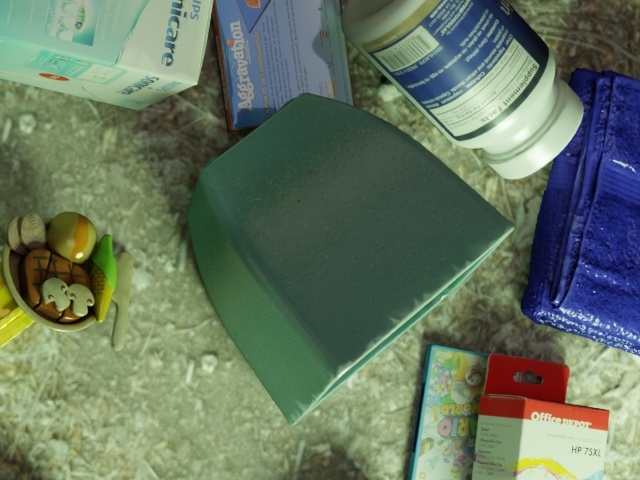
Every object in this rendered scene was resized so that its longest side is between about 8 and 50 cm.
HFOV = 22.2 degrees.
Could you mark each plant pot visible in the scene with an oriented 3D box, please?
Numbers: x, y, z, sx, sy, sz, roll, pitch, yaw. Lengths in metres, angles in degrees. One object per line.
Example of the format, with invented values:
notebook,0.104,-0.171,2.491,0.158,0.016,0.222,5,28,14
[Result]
plant pot,0.000,0.000,1.674,0.248,0.247,0.252,-39,84,-19

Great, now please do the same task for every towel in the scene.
towel,0.366,-0.029,1.904,0.228,0.076,0.308,17,80,-19

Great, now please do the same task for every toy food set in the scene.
toy food set,-0.259,0.026,1.621,0.192,0.038,0.132,24,52,-34

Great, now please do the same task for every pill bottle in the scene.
pill bottle,0.160,-0.196,1.784,0.265,0.153,0.153,43,73,-25

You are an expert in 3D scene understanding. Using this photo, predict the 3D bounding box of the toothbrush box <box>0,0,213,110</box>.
toothbrush box,-0.276,-0.227,1.585,0.295,0.216,0.126,11,83,-22

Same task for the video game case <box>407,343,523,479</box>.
video game case,0.164,0.209,1.841,0.119,0.015,0.166,12,83,-21

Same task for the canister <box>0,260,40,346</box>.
canister,-0.374,0.041,1.605,0.126,0.073,0.170,-39,99,-20

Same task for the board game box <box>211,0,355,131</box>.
board game box,-0.050,-0.266,1.769,0.145,0.027,0.281,-8,93,-20

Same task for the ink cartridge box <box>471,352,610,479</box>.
ink cartridge box,0.245,0.248,1.824,0.134,0.078,0.231,11,83,-35
